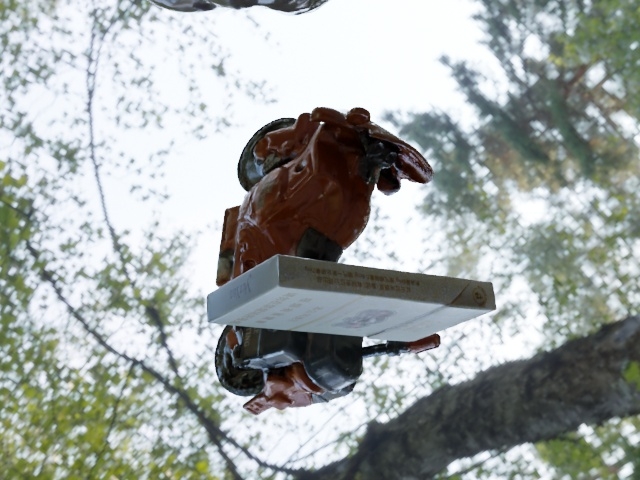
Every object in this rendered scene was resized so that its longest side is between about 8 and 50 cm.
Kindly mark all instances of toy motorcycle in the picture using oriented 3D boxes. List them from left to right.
[{"bbox_3d":[0.000,0.000,0.935,0.148,0.221,0.326,39,-135,-46],"label":"toy motorcycle"}]

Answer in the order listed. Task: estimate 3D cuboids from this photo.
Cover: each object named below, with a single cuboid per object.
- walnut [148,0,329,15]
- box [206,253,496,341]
[{"bbox_3d":[-0.061,-0.293,0.773,0.248,0.248,0.248,25,-140,-23],"label":"walnut"},{"bbox_3d":[0.021,0.040,0.634,0.166,0.090,0.024,9,-113,-32],"label":"box"}]
